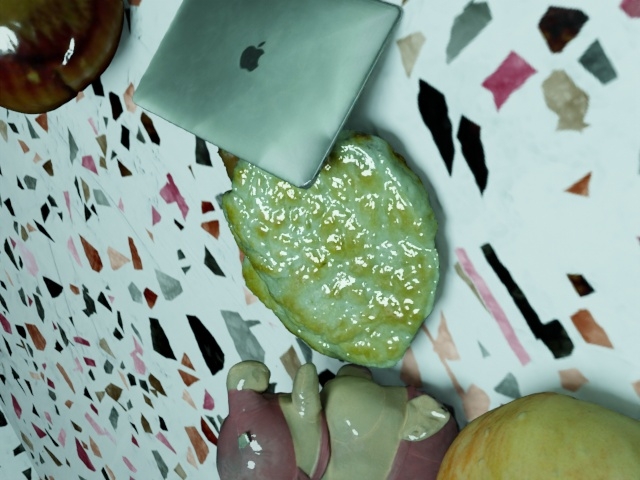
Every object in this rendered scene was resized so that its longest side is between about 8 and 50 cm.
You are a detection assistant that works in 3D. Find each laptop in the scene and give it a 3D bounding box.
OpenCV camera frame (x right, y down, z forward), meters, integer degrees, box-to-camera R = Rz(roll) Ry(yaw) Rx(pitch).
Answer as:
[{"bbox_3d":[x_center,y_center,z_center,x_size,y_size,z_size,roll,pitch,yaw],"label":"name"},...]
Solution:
[{"bbox_3d":[-0.066,-0.179,0.691,0.269,0.015,0.188,29,92,33],"label":"laptop"}]

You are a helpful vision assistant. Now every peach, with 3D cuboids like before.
[{"bbox_3d":[0.193,0.242,0.577,0.232,0.232,0.233,24,127,36],"label":"peach"}]

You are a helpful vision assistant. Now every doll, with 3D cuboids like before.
[{"bbox_3d":[0.017,0.210,0.753,0.196,0.255,0.152,129,144,-79],"label":"doll"}]

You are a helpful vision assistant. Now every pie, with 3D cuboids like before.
[{"bbox_3d":[0.008,0.004,0.732,0.257,0.105,0.274,10,119,32],"label":"pie"}]

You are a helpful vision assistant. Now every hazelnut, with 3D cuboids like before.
[{"bbox_3d":[-0.358,-0.270,0.879,0.229,0.229,0.229,24,127,36],"label":"hazelnut"}]

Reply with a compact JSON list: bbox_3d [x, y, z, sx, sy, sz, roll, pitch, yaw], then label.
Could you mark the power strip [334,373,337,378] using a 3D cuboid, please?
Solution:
[{"bbox_3d":[0.038,0.190,0.863,0.055,0.035,0.083,44,123,19],"label":"power strip"}]
